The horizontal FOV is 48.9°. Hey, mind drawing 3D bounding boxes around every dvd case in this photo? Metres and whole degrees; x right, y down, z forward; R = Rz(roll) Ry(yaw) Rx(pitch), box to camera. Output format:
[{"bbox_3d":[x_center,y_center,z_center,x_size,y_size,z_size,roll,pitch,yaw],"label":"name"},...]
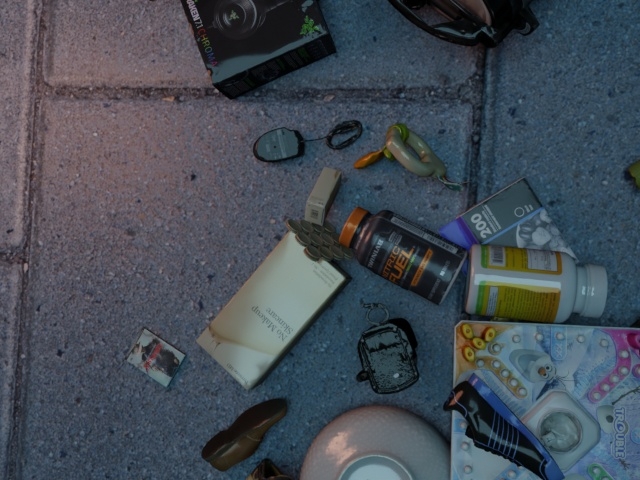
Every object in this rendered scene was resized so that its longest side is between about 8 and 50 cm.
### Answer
[{"bbox_3d":[-0.369,0.260,1.572,0.119,0.013,0.087,32,94,11],"label":"dvd case"}]

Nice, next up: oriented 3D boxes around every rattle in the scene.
[{"bbox_3d":[0.190,-0.135,1.461,0.199,0.130,0.143,37,107,-17],"label":"rattle"}]

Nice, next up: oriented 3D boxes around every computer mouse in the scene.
[{"bbox_3d":[-0.027,-0.217,1.521,0.242,0.041,0.071,-10,95,3],"label":"computer mouse"}]

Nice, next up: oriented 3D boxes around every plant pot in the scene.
[{"bbox_3d":[0.650,-0.138,1.377,0.079,0.083,0.083,-29,83,20],"label":"plant pot"}]

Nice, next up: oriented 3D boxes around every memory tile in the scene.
[{"bbox_3d":[0.000,0.000,1.442,0.012,0.148,0.113,-52,60,26],"label":"memory tile"}]

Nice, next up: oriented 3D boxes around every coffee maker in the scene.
[{"bbox_3d":[0.139,0.203,1.399,0.120,0.178,0.171,3,91,8],"label":"coffee maker"}]

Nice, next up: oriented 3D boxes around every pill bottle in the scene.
[{"bbox_3d":[0.403,0.084,1.335,0.245,0.136,0.137,6,89,8],"label":"pill bottle"},{"bbox_3d":[0.162,0.022,1.427,0.245,0.130,0.131,27,93,11],"label":"pill bottle"}]

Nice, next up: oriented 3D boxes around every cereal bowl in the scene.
[{"bbox_3d":[0.117,0.495,1.385,0.338,0.141,0.339,-2,77,9],"label":"cereal bowl"}]

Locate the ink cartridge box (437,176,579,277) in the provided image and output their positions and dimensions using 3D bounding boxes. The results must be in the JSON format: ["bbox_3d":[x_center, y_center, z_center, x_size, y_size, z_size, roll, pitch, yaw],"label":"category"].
[{"bbox_3d":[0.377,0.010,1.432,0.208,0.045,0.206,-33,84,8],"label":"ink cartridge box"}]

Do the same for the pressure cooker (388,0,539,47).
[{"bbox_3d":[0.290,-0.588,1.313,0.420,0.375,0.370,-47,50,6],"label":"pressure cooker"}]

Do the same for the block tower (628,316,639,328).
[{"bbox_3d":[0.663,0.173,1.351,0.335,0.097,0.091,-45,81,8],"label":"block tower"}]

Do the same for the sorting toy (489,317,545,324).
[{"bbox_3d":[0.372,0.274,1.421,0.132,0.046,0.275,10,90,10],"label":"sorting toy"}]

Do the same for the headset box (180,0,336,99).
[{"bbox_3d":[-0.126,-0.477,1.496,0.283,0.131,0.247,-21,85,8],"label":"headset box"}]

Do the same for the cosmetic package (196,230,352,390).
[{"bbox_3d":[-0.094,0.143,1.478,0.160,0.113,0.309,40,94,9],"label":"cosmetic package"}]

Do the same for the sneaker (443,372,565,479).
[{"bbox_3d":[0.317,0.346,1.235,0.090,0.081,0.232,-43,76,3],"label":"sneaker"}]

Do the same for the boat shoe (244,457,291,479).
[{"bbox_3d":[-0.088,0.508,1.424,0.080,0.223,0.073,27,85,-26],"label":"boat shoe"}]

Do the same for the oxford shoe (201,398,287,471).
[{"bbox_3d":[-0.150,0.417,1.510,0.212,0.076,0.076,-37,112,5],"label":"oxford shoe"}]

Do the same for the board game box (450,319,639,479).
[{"bbox_3d":[0.438,0.350,1.286,0.389,0.050,0.390,2,84,5],"label":"board game box"}]

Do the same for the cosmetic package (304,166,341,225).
[{"bbox_3d":[0.006,-0.093,1.464,0.041,0.060,0.115,18,50,9],"label":"cosmetic package"}]

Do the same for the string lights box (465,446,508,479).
[{"bbox_3d":[0.345,0.511,1.372,0.076,0.133,0.260,-24,84,6],"label":"string lights box"}]
